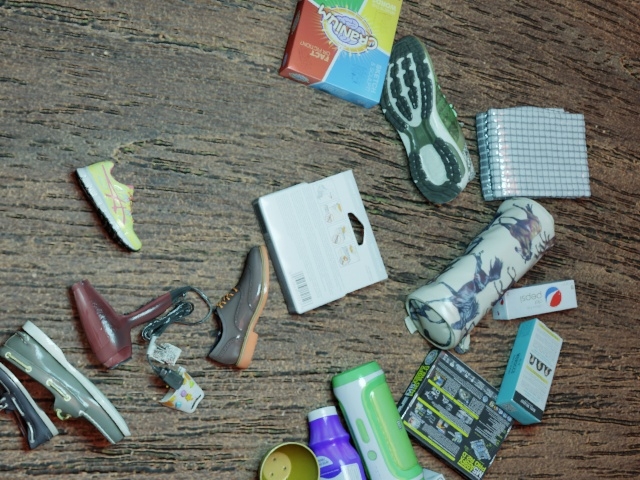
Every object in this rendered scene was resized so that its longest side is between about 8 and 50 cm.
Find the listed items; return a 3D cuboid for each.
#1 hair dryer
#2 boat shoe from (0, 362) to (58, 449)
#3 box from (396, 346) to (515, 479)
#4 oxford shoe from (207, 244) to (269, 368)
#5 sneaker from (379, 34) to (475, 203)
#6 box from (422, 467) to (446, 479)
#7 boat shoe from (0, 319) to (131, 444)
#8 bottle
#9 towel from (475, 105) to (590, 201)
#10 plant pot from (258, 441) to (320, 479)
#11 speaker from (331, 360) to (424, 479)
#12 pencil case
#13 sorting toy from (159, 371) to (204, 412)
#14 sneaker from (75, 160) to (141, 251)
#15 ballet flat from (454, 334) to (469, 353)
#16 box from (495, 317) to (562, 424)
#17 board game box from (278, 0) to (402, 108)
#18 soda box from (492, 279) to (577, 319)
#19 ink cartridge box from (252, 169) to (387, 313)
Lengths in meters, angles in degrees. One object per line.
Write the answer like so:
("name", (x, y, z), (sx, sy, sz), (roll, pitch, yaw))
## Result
("hair dryer", (-0.388, 0.167, 1.706), (0.293, 0.080, 0.224), (28, 59, -23))
("boat shoe", (-0.595, 0.316, 1.592), (0.065, 0.075, 0.206), (-39, 105, -24))
("box", (0.324, 0.418, 1.965), (0.270, 0.060, 0.216), (38, 73, -14))
("oxford shoe", (-0.175, 0.136, 1.771), (0.098, 0.097, 0.271), (14, 80, -15))
("sneaker", (0.271, -0.295, 1.995), (0.182, 0.158, 0.410), (-16, 90, -54))
("box", (0.272, 0.701, 1.902), (0.169, 0.087, 0.290), (-35, 98, -21))
("boat shoe", (-0.502, 0.296, 1.617), (0.091, 0.109, 0.305), (-44, 96, -19))
("bottle", (0.037, 0.508, 1.790), (0.092, 0.118, 0.283), (5, 64, -46))
("towel", (0.534, -0.216, 2.080), (0.283, 0.121, 0.235), (-2, 84, -21))
("plant pot", (-0.081, 0.499, 1.772), (0.134, 0.095, 0.134), (2, 84, -22))
("speaker", (0.129, 0.426, 1.829), (0.131, 0.131, 0.296), (-19, 82, -23))
("pencil case", (0.378, 0.078, 1.957), (0.410, 0.183, 0.160), (-42, 96, -18))
("sorting toy", (-0.285, 0.329, 1.741), (0.075, 0.045, 0.083), (43, 70, -33))
("sneaker", (-0.418, -0.075, 1.697), (0.094, 0.081, 0.208), (-32, 97, -24))
("ballet flat", (0.354, 0.222, 2.005), (0.041, 0.041, 0.114), (10, 81, -21))
("box", (0.515, 0.320, 2.014), (0.100, 0.060, 0.244), (38, 56, -15))
("board game box", (0.056, -0.502, 1.937), (0.242, 0.064, 0.317), (17, 79, -20))
("soda box", (0.539, 0.149, 2.072), (0.216, 0.069, 0.074), (-7, 88, -22))
("ink cartridge box", (0.000, 0.000, 1.871), (0.239, 0.060, 0.275), (-20, 92, -23))
